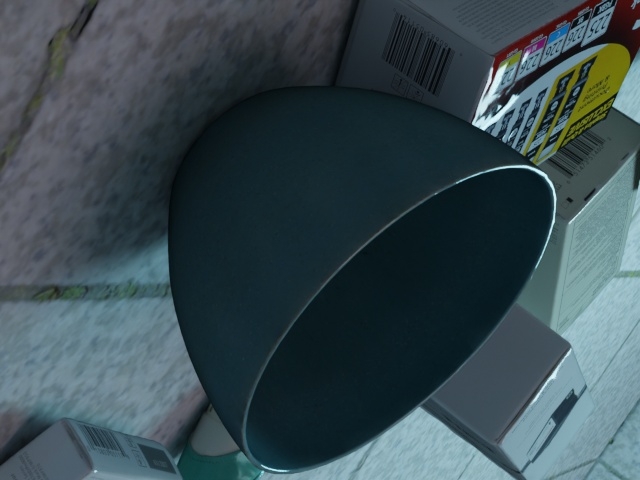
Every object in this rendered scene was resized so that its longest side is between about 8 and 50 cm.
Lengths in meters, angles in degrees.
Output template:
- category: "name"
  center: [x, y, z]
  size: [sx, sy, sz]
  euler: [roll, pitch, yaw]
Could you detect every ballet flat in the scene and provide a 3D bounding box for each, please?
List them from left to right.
- category: "ballet flat"
  center: [-0.061, 0.159, 1.449]
  size: [0.247, 0.083, 0.087]
  euler: [-39, 130, -31]

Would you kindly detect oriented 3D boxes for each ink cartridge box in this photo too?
- category: "ink cartridge box"
  center: [-0.244, 0.240, 1.248]
  size: [0.232, 0.066, 0.189]
  euler: [-33, 160, 8]
- category: "ink cartridge box"
  center: [0.158, 0.129, 1.620]
  size: [0.129, 0.223, 0.307]
  euler: [-52, 158, -5]
- category: "ink cartridge box"
  center: [0.146, -0.134, 1.325]
  size: [0.309, 0.130, 0.272]
  euler: [-33, 152, -41]

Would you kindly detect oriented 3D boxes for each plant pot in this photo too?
- category: "plant pot"
  center: [0.000, 0.000, 1.124]
  size: [0.290, 0.195, 0.290]
  euler: [-33, 151, -22]

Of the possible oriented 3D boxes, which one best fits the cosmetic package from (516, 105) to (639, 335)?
- category: "cosmetic package"
  center: [0.280, -0.021, 1.788]
  size: [0.160, 0.113, 0.309]
  euler: [-44, 157, -21]
